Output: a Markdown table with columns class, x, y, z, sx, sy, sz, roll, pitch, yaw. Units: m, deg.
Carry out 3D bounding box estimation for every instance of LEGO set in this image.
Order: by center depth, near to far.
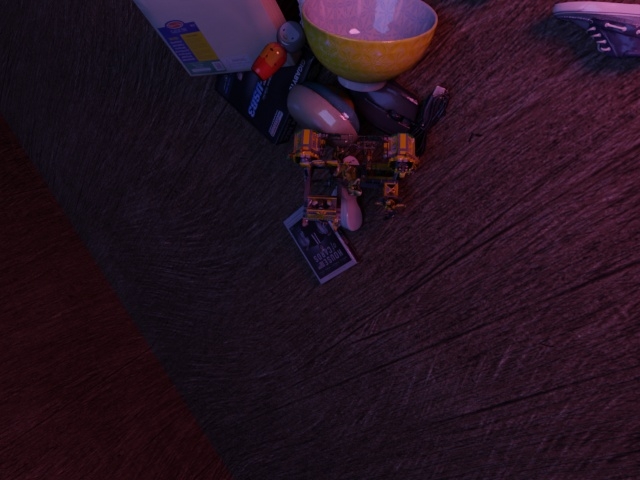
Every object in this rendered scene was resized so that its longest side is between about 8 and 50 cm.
| class | x | y | z | sx | sy | sz | roll | pitch | yaw |
| --- | --- | --- | --- | --- | --- | --- | --- | --- | --- |
| LEGO set | 0.076 | -0.125 | 1.120 | 0.255 | 0.330 | 0.192 | 113 | 161 | -72 |

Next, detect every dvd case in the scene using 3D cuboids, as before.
| class | x | y | z | sx | sy | sz | roll | pitch | yaw |
| --- | --- | --- | --- | --- | --- | --- | --- | --- | --- |
| dvd case | 0.000 | 0.000 | 1.452 | 0.179 | 0.029 | 0.239 | -35 | 85 | 43 |

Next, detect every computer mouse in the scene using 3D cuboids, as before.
| class | x | y | z | sx | sy | sz | roll | pitch | yaw |
| --- | --- | --- | --- | --- | --- | --- | --- | --- | --- |
| computer mouse | 0.162 | -0.336 | 1.142 | 0.272 | 0.072 | 0.189 | 39 | 130 | 20 |

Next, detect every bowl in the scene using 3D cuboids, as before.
| class | x | y | z | sx | sy | sz | roll | pitch | yaw |
| --- | --- | --- | --- | --- | --- | --- | --- | --- | --- |
| bowl | 0.101 | -0.427 | 1.034 | 0.289 | 0.289 | 0.156 | 32 | 143 | 25 |

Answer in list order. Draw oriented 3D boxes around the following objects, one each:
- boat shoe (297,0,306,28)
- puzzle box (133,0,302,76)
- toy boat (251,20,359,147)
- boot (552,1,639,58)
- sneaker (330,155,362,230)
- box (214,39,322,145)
| class | x | y | z | sx | sy | sz | roll | pitch | yaw |
| --- | --- | --- | --- | --- | --- | --- | --- | --- | --- |
| boat shoe | -0.012 | -0.554 | 1.172 | 0.096 | 0.098 | 0.277 | -34 | 87 | 42 |
| puzzle box | -0.274 | -0.563 | 1.215 | 0.408 | 0.052 | 0.272 | 9 | 151 | 34 |
| toy boat | -0.017 | -0.364 | 1.139 | 0.148 | 0.318 | 0.267 | -47 | 36 | 3 |
| boot | 0.509 | -0.376 | 0.840 | 0.189 | 0.069 | 0.086 | 20 | 118 | 30 |
| sneaker | 0.062 | -0.134 | 1.318 | 0.094 | 0.080 | 0.213 | 23 | 123 | 48 |
| box | -0.157 | -0.479 | 1.345 | 0.293 | 0.073 | 0.296 | 46 | 131 | 16 |
